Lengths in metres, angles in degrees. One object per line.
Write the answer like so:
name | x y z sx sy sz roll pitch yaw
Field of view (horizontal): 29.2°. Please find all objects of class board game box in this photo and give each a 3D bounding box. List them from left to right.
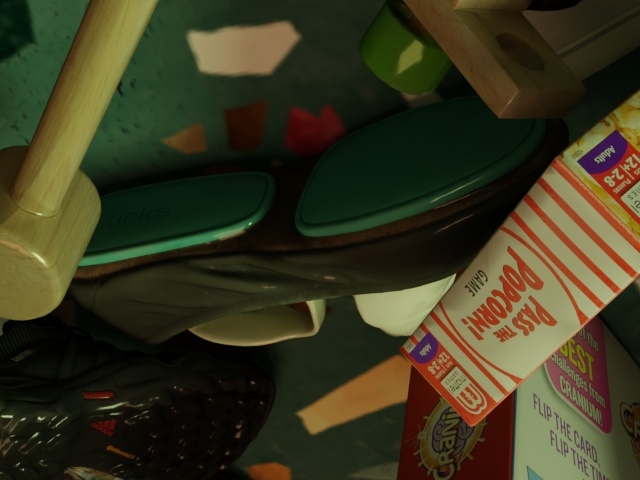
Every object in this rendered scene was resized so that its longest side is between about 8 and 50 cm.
board game box | 0.128 0.182 0.585 0.064 0.317 0.242 -25 122 30
board game box | 0.129 -0.026 0.464 0.045 0.193 0.147 47 150 11

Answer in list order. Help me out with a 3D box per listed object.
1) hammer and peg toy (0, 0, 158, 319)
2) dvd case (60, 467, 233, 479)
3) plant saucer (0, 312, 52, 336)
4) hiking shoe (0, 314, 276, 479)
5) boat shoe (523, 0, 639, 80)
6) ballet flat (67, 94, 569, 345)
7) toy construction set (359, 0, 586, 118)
hammer and peg toy | -0.201 -0.144 0.478 0.361 0.127 0.266 36 128 -18
dvd case | -0.145 0.183 0.824 0.253 0.022 0.180 34 129 -26
plant saucer | -0.206 0.051 0.731 0.119 0.021 0.119 6 132 6
hiking shoe | -0.126 0.077 0.677 0.226 0.114 0.086 4 121 -45
boat shoe | 0.134 -0.130 0.479 0.063 0.066 0.184 37 138 -23
ballet flat | 0.000 0.000 0.600 0.280 0.095 0.096 -10 129 32
toy construction set | 0.012 -0.159 0.368 0.309 0.257 0.237 40 133 5
